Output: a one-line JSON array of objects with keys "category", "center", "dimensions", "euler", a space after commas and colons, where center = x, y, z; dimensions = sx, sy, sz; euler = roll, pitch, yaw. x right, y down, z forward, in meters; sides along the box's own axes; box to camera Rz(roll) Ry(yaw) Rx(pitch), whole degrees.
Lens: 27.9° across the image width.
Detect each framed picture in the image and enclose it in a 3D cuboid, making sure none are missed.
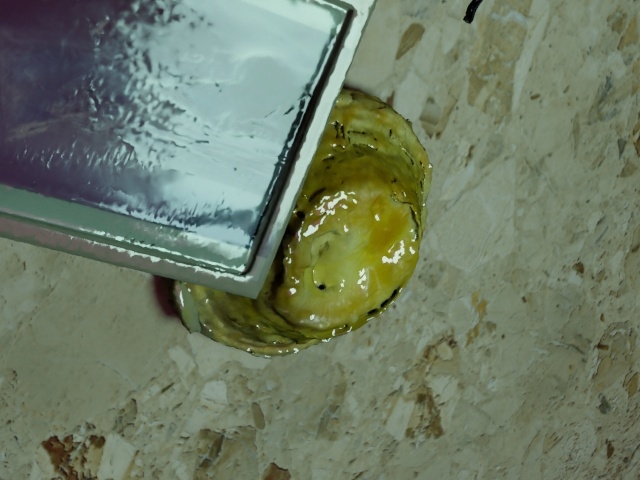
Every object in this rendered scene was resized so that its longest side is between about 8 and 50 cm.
[{"category": "framed picture", "center": [-0.190, -0.141, 1.138], "dimensions": [0.446, 0.028, 0.326], "euler": [15, 104, -31]}]

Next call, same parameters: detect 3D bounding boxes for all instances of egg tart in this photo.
[{"category": "egg tart", "center": [0.003, 0.000, 1.394], "dimensions": [0.341, 0.129, 0.341], "euler": [-21, 130, -28]}]

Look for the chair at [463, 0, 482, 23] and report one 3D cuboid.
[{"category": "chair", "center": [0.148, -0.355, 1.259], "dimensions": [0.213, 0.174, 0.149], "euler": [-47, 133, 12]}]
